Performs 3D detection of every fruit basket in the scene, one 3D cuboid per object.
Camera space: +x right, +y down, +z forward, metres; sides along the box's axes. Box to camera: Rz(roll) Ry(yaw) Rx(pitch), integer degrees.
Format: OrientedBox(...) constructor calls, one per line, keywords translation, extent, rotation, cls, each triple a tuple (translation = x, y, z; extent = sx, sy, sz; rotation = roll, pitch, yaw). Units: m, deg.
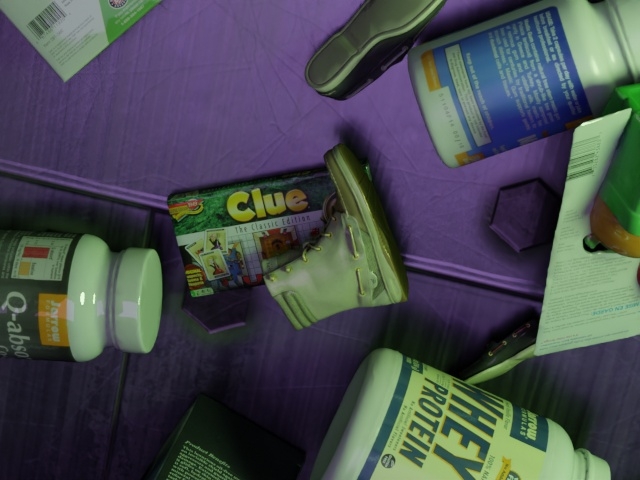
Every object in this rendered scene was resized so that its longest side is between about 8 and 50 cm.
OrientedBox(translation=(0.405, -0.030, 1.665), extent=(0.327, 0.165, 0.353), rotation=(-12, 139, -13), cls="fruit basket")

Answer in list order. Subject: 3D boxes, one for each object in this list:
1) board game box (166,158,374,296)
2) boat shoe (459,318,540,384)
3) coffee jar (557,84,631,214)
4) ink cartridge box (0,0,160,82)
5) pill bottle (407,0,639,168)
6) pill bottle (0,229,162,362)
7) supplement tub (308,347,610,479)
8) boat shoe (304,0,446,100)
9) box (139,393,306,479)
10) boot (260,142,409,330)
OrientedBox(translation=(-0.053, -0.014, 1.839), extent=(0.260, 0.030, 0.136), rotation=(-11, 106, 10), cls="board game box")
OrientedBox(translation=(0.229, 0.144, 1.855), extent=(0.133, 0.049, 0.042), rotation=(-34, 69, 25), cls="boat shoe")
OrientedBox(translation=(0.361, -0.085, 1.735), extent=(0.096, 0.079, 0.184), rotation=(24, 110, -13), cls="coffee jar")
OrientedBox(translation=(-0.308, -0.324, 1.723), extent=(0.160, 0.092, 0.219), rotation=(-37, 101, 17), cls="ink cartridge box")
OrientedBox(translation=(0.249, -0.193, 1.672), extent=(0.272, 0.152, 0.152), rotation=(-18, 106, 13), cls="pill bottle")
OrientedBox(translation=(-0.347, 0.069, 1.833), extent=(0.278, 0.162, 0.162), rotation=(3, 110, 6), cls="pill bottle")
OrientedBox(translation=(0.167, 0.297, 1.813), extent=(0.325, 0.235, 0.235), rotation=(24, 111, -2), cls="supplement tub")
OrientedBox(translation=(0.075, -0.241, 1.737), extent=(0.206, 0.075, 0.065), rotation=(-39, 144, 12), cls="boat shoe")
OrientedBox(translation=(-0.182, 0.403, 1.860), extent=(0.183, 0.294, 0.296), rotation=(32, 110, -2), cls="box")
OrientedBox(translation=(0.000, 0.000, 1.783), extent=(0.165, 0.077, 0.213), rotation=(-17, 110, 14), cls="boot")
